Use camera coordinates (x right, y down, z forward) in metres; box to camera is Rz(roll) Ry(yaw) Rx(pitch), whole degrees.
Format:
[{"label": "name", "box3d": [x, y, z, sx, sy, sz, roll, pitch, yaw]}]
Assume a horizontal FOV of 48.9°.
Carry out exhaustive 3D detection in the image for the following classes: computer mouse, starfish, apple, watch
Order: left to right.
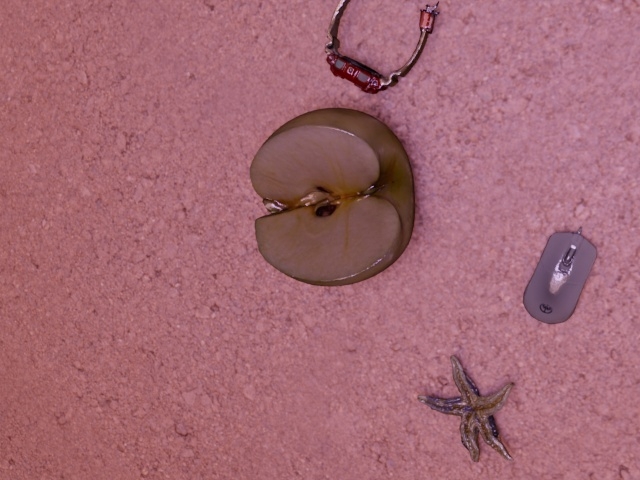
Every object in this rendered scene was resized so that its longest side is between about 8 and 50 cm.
[{"label": "apple", "box3d": [0.028, -0.076, 1.214, 0.257, 0.233, 0.295, -11, 95, 33]}, {"label": "watch", "box3d": [0.116, -0.381, 1.190, 0.164, 0.102, 0.268, 39, 106, 4]}, {"label": "starfish", "box3d": [0.287, 0.305, 1.283, 0.176, 0.053, 0.208, -39, 83, 37]}, {"label": "computer mouse", "box3d": [0.401, 0.063, 1.177, 0.089, 0.056, 0.182, 22, 110, 13]}]
